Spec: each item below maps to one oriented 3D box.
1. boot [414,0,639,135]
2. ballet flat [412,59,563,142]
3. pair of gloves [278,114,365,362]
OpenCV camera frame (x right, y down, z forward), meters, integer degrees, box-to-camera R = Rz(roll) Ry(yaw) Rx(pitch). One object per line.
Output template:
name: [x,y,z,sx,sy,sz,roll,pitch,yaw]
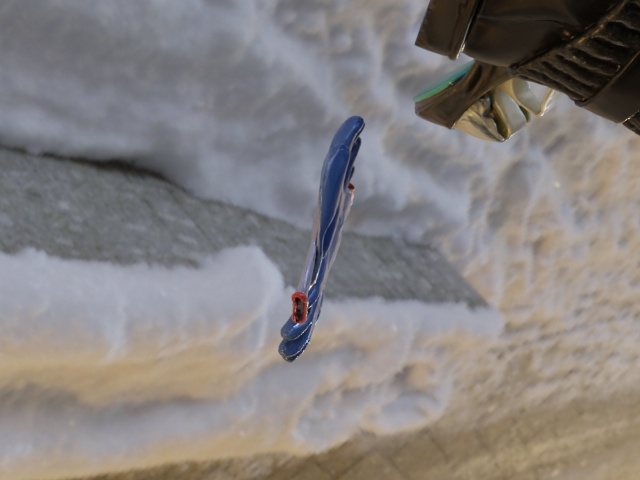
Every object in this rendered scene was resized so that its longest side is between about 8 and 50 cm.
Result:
boot: [0.229,-0.201,0.777,0.348,0.260,0.131,111,3,-64]
ballet flat: [0.172,-0.150,1.119,0.095,0.096,0.280,-33,178,-21]
pair of gloves: [0.000,0.000,0.863,0.198,0.023,0.159,93,13,-67]
